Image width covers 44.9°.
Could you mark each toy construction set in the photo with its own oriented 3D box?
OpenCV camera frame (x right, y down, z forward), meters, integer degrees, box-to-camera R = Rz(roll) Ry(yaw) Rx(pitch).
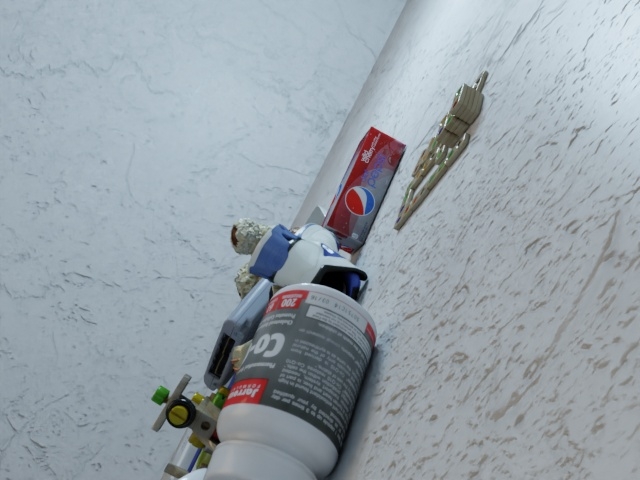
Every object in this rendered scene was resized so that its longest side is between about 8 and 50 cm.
[{"bbox_3d":[-0.252,0.394,1.609,0.309,0.237,0.257,-60,7,22],"label":"toy construction set"}]

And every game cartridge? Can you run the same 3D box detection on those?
[{"bbox_3d":[-0.161,0.192,1.690,0.196,0.060,0.294,-45,-12,-40],"label":"game cartridge"}]

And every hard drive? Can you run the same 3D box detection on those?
[{"bbox_3d":[-0.285,0.438,1.925,0.318,0.040,0.210,-64,6,-14],"label":"hard drive"}]

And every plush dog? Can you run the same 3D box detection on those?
[{"bbox_3d":[-0.082,0.067,1.872,0.211,0.225,0.262,-23,-44,-25],"label":"plush dog"}]

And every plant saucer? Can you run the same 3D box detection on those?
[{"bbox_3d":[-0.287,0.550,2.144,0.241,0.037,0.241,-62,6,11],"label":"plant saucer"}]

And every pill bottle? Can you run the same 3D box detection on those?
[{"bbox_3d":[-0.038,0.210,1.009,0.161,0.161,0.283,-55,10,51],"label":"pill bottle"}]

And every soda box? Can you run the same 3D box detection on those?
[{"bbox_3d":[0.088,-0.108,1.660,0.263,0.092,0.083,-65,6,-23],"label":"soda box"}]

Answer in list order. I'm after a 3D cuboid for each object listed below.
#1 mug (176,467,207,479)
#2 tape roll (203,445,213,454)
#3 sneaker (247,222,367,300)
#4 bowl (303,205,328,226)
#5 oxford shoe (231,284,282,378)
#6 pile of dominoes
[{"bbox_3d":[-0.325,0.548,1.368,0.374,0.276,0.328,-44,-20,-5],"label":"mug"},{"bbox_3d":[-0.200,0.416,1.850,0.219,0.072,0.219,-61,6,10],"label":"tape roll"},{"bbox_3d":[-0.003,0.065,1.428,0.127,0.182,0.315,-57,-13,9],"label":"sneaker"},{"bbox_3d":[0.000,0.000,1.951,0.142,0.053,0.142,-60,29,27],"label":"bowl"},{"bbox_3d":[-0.115,0.270,1.438,0.397,0.146,0.140,-65,8,-24],"label":"oxford shoe"},{"bbox_3d":[0.189,-0.159,1.300,0.251,0.040,0.196,-55,10,47],"label":"pile of dominoes"}]
